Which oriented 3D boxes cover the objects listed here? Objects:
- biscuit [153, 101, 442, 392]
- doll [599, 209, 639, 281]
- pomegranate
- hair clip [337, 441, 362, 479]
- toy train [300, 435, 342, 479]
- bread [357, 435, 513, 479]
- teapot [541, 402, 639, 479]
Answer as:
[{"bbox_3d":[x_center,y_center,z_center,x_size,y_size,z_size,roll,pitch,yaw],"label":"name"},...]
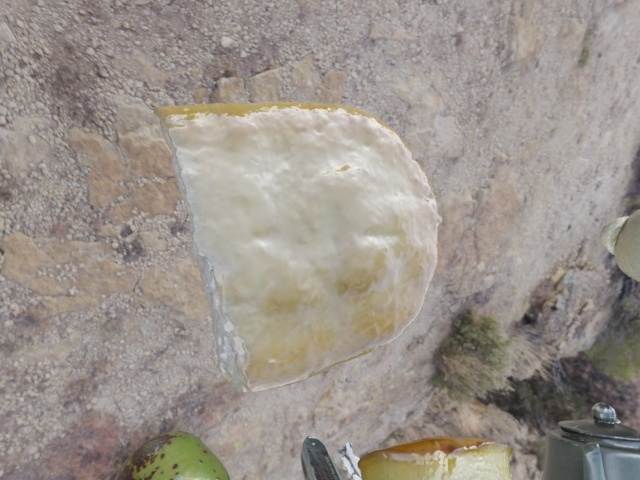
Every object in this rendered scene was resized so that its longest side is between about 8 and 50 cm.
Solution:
[{"bbox_3d":[0.000,0.000,0.664,0.445,0.104,0.430,-7,90,-20],"label":"biscuit"},{"bbox_3d":[0.464,0.085,0.500,0.149,0.175,0.278,1,73,-19],"label":"doll"},{"bbox_3d":[-0.366,0.596,0.921,0.340,0.284,0.285,-16,128,-58],"label":"pomegranate"},{"bbox_3d":[0.127,0.793,1.479,0.049,0.172,0.116,-46,155,19],"label":"hair clip"},{"bbox_3d":[0.008,0.683,1.178,0.086,0.407,0.088,14,90,-12],"label":"toy train"},{"bbox_3d":[0.100,0.238,0.412,0.125,0.086,0.156,14,140,-21],"label":"bread"},{"bbox_3d":[0.351,0.276,0.520,0.239,0.162,0.149,18,70,-48],"label":"teapot"}]
